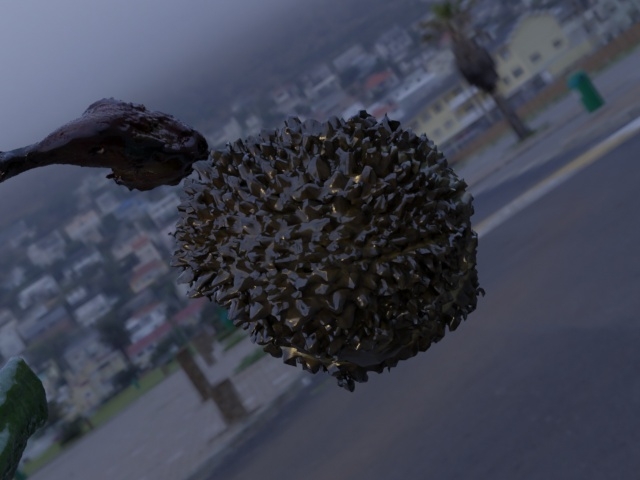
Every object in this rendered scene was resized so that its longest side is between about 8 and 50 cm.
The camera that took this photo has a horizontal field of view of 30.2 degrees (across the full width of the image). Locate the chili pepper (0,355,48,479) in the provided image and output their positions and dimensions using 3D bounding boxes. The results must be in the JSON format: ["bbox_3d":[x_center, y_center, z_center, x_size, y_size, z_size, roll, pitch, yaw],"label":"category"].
[{"bbox_3d":[-0.254,0.184,0.820,0.099,0.083,0.253,-57,9,37],"label":"chili pepper"}]

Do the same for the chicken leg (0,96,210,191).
[{"bbox_3d":[-0.132,-0.056,0.730,0.145,0.037,0.062,4,-52,-45],"label":"chicken leg"}]

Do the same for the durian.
[{"bbox_3d":[0.000,0.000,0.709,0.196,0.196,0.167,-34,41,56],"label":"durian"}]
